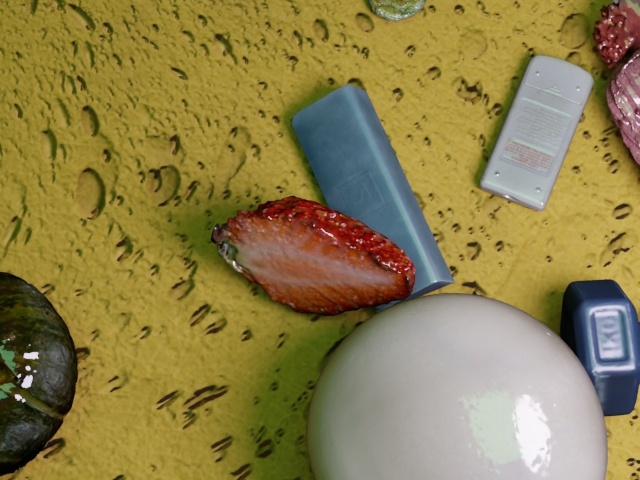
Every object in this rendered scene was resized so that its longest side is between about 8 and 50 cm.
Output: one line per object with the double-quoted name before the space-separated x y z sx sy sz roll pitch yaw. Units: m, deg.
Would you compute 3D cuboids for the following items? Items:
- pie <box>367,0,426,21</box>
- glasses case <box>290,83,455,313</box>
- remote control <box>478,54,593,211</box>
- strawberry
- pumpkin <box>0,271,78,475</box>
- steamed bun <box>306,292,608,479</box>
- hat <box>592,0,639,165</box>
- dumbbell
"pie" 0.097 -0.312 1.744 0.084 0.021 0.084 0 71 0
"glasses case" 0.061 -0.054 1.658 0.105 0.056 0.266 -23 76 -5
"remote control" 0.264 -0.134 1.687 0.088 0.029 0.190 21 77 6
"strawberry" -0.001 0.004 1.595 0.236 0.175 0.106 23 55 3
"pumpkin" -0.380 0.154 1.560 0.238 0.159 0.237 -7 72 21
"steamed bun" 0.138 0.212 1.463 0.324 0.206 0.324 -2 85 26
"hat" 0.438 -0.182 1.656 0.237 0.107 0.286 -36 82 -18
"dumbbell" 0.433 0.113 1.562 0.316 0.156 0.143 -4 45 0
